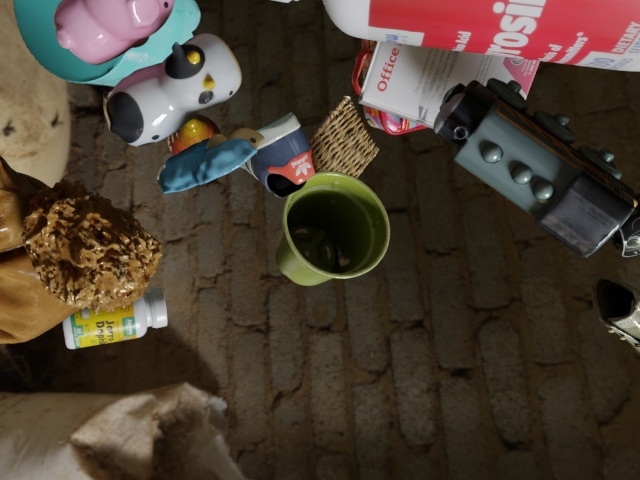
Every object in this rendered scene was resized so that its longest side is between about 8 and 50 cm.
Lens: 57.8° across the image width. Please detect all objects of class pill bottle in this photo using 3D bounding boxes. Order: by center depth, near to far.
[{"bbox_3d":[0.136,-0.296,0.536,0.229,0.407,0.229,9,90,-85],"label":"pill bottle"},{"bbox_3d":[-0.447,0.162,1.265,0.117,0.208,0.118,173,-90,-69],"label":"pill bottle"}]

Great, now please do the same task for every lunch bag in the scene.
[{"bbox_3d":[0.191,-0.400,1.335,0.120,0.258,0.293,-139,-143,-56],"label":"lunch bag"}]

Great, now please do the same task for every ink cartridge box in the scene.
[{"bbox_3d":[0.231,-0.309,1.060,0.117,0.282,0.207,-95,-157,-80],"label":"ink cartridge box"}]

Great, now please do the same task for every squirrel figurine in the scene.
[{"bbox_3d":[-0.440,-0.030,0.869,0.371,0.396,0.281,91,7,-56],"label":"squirrel figurine"}]

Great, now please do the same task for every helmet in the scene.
[{"bbox_3d":[0.868,-0.049,1.585,0.169,0.161,0.170,-23,90,-87],"label":"helmet"}]

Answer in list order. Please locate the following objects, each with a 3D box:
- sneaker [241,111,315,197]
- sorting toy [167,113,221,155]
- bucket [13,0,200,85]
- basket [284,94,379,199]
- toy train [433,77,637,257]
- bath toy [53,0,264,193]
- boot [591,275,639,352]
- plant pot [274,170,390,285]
[{"bbox_3d":[-0.109,-0.162,1.242,0.148,0.131,0.350,61,-14,-11],"label":"sneaker"},{"bbox_3d":[-0.371,-0.323,1.265,0.365,0.127,0.126,42,-12,-2],"label":"sorting toy"},{"bbox_3d":[-0.374,-0.401,1.014,0.183,0.280,0.282,-41,122,-67],"label":"bucket"},{"bbox_3d":[-0.017,-0.255,1.682,0.299,0.213,0.223,-52,130,-18],"label":"basket"},{"bbox_3d":[0.317,-0.118,0.868,0.333,0.142,0.190,38,31,4],"label":"toy train"},{"bbox_3d":[-0.194,-0.214,0.577,0.348,0.151,0.129,56,-4,-14],"label":"bath toy"},{"bbox_3d":[0.479,0.149,0.817,0.165,0.077,0.213,34,24,-23],"label":"boot"},{"bbox_3d":[0.000,0.000,1.497,0.254,0.275,0.276,134,-43,-61],"label":"plant pot"}]
